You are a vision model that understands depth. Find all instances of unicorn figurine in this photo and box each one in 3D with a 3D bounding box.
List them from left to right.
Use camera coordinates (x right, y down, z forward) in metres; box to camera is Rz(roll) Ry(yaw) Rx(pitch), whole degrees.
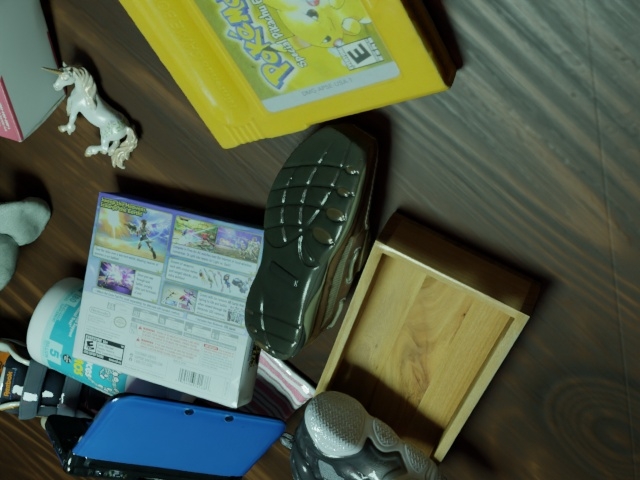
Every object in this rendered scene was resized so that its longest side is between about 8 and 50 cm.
[{"bbox_3d":[-0.311,-0.173,1.277,0.162,0.060,0.111,31,136,-19],"label":"unicorn figurine"}]

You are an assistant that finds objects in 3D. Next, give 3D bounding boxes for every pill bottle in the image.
[{"bbox_3d":[-0.308,0.167,1.477,0.264,0.146,0.146,21,132,12],"label":"pill bottle"}]

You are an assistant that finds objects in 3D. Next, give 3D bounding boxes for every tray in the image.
[{"bbox_3d":[0.120,0.166,1.290,0.203,0.076,0.411,26,134,8],"label":"tray"}]

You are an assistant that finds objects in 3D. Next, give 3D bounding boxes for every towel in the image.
[{"bbox_3d":[-0.106,0.239,1.502,0.144,0.029,0.197,38,134,-4],"label":"towel"}]

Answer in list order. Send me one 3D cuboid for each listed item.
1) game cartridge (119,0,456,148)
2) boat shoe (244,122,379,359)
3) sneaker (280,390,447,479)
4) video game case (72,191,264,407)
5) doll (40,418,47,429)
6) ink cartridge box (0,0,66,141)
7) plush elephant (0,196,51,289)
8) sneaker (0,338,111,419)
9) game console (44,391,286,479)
[{"bbox_3d":[-0.053,-0.246,1.044,0.324,0.052,0.285,-12,127,33],"label":"game cartridge"},{"bbox_3d":[0.000,0.000,1.196,0.122,0.120,0.324,39,124,28],"label":"boat shoe"},{"bbox_3d":[0.063,0.336,1.342,0.268,0.101,0.153,42,135,1],"label":"sneaker"},{"bbox_3d":[-0.201,0.076,1.324,0.270,0.061,0.244,14,98,19],"label":"video game case"},{"bbox_3d":[-0.470,0.308,1.747,0.129,0.046,0.189,42,133,-6],"label":"doll"},{"bbox_3d":[-0.499,-0.268,1.240,0.283,0.117,0.207,16,142,17],"label":"ink cartridge box"},{"bbox_3d":[-0.567,-0.011,1.436,0.330,0.272,0.255,44,-176,36],"label":"plush elephant"},{"bbox_3d":[-0.458,0.248,1.606,0.321,0.127,0.126,11,91,15],"label":"sneaker"},{"bbox_3d":[-0.246,0.286,1.485,0.293,0.173,0.250,17,-173,-31],"label":"game console"}]
